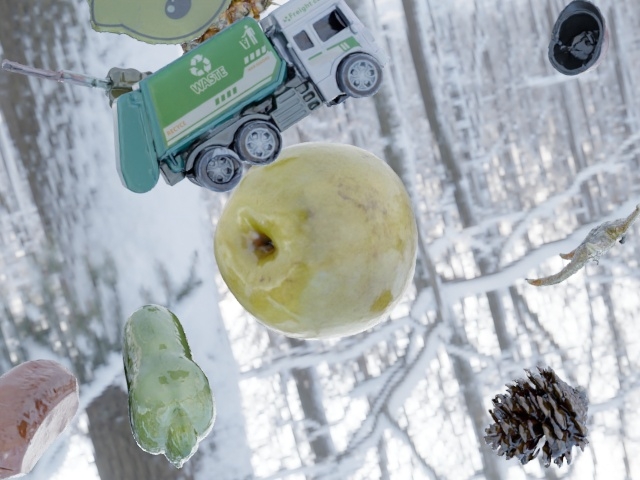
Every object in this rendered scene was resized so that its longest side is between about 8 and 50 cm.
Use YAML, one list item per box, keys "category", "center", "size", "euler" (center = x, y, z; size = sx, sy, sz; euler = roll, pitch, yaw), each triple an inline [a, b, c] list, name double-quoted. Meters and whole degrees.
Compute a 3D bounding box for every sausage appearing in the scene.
- category: "sausage"
  center: [-0.462, 0.268, 1.669]
  size: [0.133, 0.133, 0.258]
  euler: [-11, -160, 24]

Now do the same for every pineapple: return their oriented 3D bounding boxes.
- category: "pineapple"
  center: [-0.131, -0.374, 1.680]
  size: [0.135, 0.079, 0.233]
  euler: [13, -112, 39]

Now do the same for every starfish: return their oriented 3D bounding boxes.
- category: "starfish"
  center: [0.402, 0.020, 1.668]
  size: [0.138, 0.050, 0.247]
  euler: [-34, 171, -22]

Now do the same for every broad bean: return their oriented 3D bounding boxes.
- category: "broad bean"
  center: [-0.149, 0.142, 1.073]
  size: [0.082, 0.125, 0.174]
  euler: [-5, -153, -11]

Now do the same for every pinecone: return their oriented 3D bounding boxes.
- category: "pinecone"
  center: [0.333, 0.276, 1.692]
  size: [0.173, 0.174, 0.173]
  euler: [-15, -171, 2]

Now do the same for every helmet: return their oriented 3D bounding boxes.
- category: "helmet"
  center: [0.292, -0.222, 1.208]
  size: [0.049, 0.084, 0.065]
  euler: [-7, -146, -47]

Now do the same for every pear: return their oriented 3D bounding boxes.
- category: "pear"
  center: [0.000, 0.000, 1.636]
  size: [0.314, 0.315, 0.314]
  euler: [-15, -171, 2]

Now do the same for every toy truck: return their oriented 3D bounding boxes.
- category: "toy truck"
  center: [-0.070, -0.123, 0.964]
  size: [0.253, 0.124, 0.114]
  euler: [-35, -167, -8]

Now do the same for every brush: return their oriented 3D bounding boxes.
- category: "brush"
  center: [-0.363, -0.253, 1.780]
  size: [0.300, 0.071, 0.084]
  euler: [6, -163, -25]

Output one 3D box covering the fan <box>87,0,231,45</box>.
- category: "fan"
  center: [-0.196, -0.407, 1.484]
  size: [0.335, 0.229, 0.011]
  euler: [-50, -174, -11]
